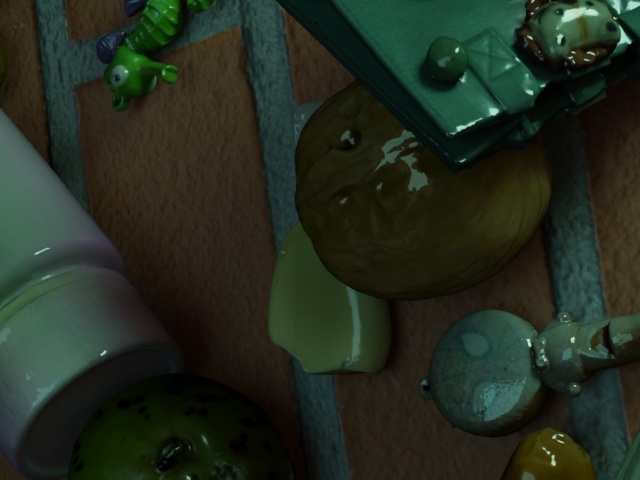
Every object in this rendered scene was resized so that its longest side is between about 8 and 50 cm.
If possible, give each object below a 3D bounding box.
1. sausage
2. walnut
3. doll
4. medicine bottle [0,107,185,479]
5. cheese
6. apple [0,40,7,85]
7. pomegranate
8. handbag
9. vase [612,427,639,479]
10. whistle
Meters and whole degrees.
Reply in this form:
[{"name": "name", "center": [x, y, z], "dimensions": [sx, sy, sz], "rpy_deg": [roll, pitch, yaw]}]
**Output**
[{"name": "sausage", "center": [0.169, 0.265, 1.221], "dimensions": [0.098, 0.098, 0.238], "rpy_deg": [17, 102, 35]}, {"name": "walnut", "center": [0.078, -0.049, 1.236], "dimensions": [0.222, 0.195, 0.195], "rpy_deg": [-19, 79, 34]}, {"name": "doll", "center": [-0.162, -0.211, 1.503], "dimensions": [0.115, 0.050, 0.190], "rpy_deg": [46, 113, 32]}, {"name": "medicine bottle", "center": [-0.319, 0.037, 1.513], "dimensions": [0.388, 0.219, 0.219], "rpy_deg": [47, 115, 26]}, {"name": "cheese", "center": [0.000, 0.000, 1.380], "dimensions": [0.127, 0.050, 0.255], "rpy_deg": [-11, 82, 38]}, {"name": "apple", "center": [-0.385, -0.193, 1.651], "dimensions": [0.089, 0.074, 0.089], "rpy_deg": [1, 92, 35]}, {"name": "pomegranate", "center": [-0.131, 0.237, 1.402], "dimensions": [0.211, 0.211, 0.263], "rpy_deg": [61, 162, 20]}, {"name": "handbag", "center": [0.128, -0.211, 1.159], "dimensions": [0.274, 0.269, 0.100], "rpy_deg": [52, 156, 29]}, {"name": "vase", "center": [0.252, 0.257, 1.149], "dimensions": [0.128, 0.128, 0.248], "rpy_deg": [13, 89, 36]}, {"name": "whistle", "center": [0.178, 0.100, 1.244], "dimensions": [0.220, 0.057, 0.107], "rpy_deg": [-19, 64, 30]}]
